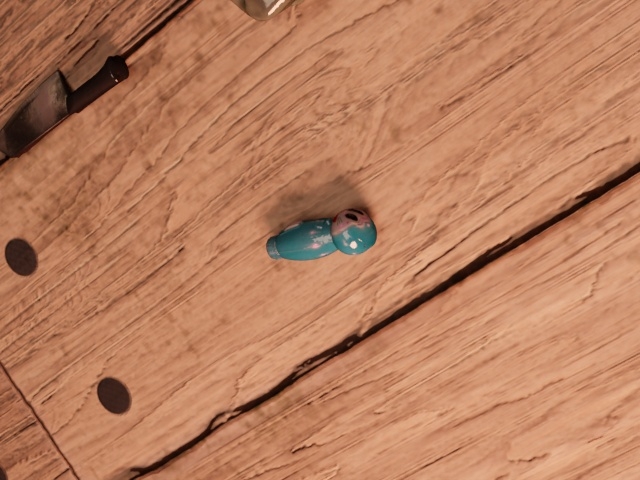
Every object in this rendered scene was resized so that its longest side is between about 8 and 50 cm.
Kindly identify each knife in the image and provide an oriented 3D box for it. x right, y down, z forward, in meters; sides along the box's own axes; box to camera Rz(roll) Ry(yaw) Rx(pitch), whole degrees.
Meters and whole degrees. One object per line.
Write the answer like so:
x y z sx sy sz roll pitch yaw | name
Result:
-0.303 -0.154 1.651 0.230 0.028 0.060 -31 79 35 | knife

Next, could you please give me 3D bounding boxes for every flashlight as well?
0.000 0.000 1.528 0.129 0.051 0.051 -15 100 34 | flashlight

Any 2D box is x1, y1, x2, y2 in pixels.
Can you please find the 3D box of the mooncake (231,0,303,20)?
-0.074 -0.367 1.389 0.250 0.136 0.254 41 121 5 | mooncake
